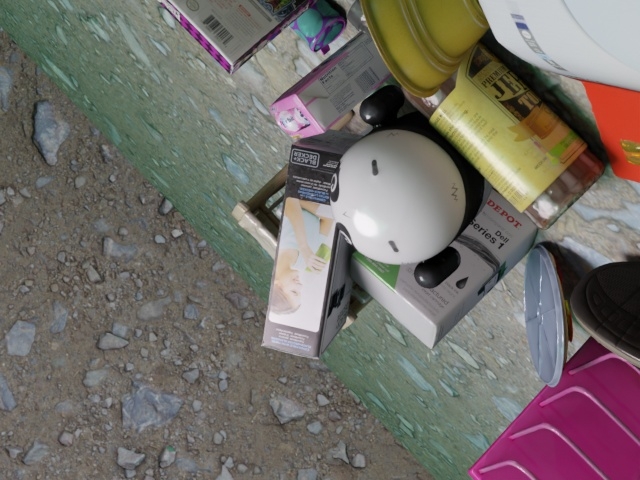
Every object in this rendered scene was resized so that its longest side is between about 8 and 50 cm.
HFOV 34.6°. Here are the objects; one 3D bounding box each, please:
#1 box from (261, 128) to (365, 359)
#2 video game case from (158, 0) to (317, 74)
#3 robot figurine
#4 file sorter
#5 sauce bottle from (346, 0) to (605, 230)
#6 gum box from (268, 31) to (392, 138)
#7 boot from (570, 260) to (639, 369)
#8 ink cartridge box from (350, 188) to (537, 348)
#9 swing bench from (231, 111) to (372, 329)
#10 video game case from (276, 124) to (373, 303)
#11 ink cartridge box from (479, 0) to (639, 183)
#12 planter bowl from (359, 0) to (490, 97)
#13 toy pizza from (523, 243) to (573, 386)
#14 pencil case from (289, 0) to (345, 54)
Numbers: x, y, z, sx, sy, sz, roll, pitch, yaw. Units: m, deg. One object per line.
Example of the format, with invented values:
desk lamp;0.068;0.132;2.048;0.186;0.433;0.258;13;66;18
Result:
box;0.000;0.000;1.438;0.087;0.289;0.169;13;-164;11
video game case;-0.115;-0.357;1.291;0.232;0.210;0.042;45;165;4
robot figurine;0.116;-0.070;1.293;0.209;0.173;0.278;35;-155;9
file sorter;0.390;0.277;1.394;0.202;0.291;0.182;45;162;6
sauce bottle;0.172;-0.166;1.189;0.344;0.111;0.111;45;165;5
gum box;0.028;-0.207;1.324;0.062;0.188;0.107;52;164;-12
boot;0.484;0.191;1.226;0.377;0.138;0.284;23;153;44
ink cartridge box;0.174;0.016;1.446;0.160;0.219;0.092;41;161;19
swing bench;0.027;-0.025;1.660;0.253;0.255;0.165;47;165;1
video game case;0.073;-0.043;1.571;0.193;0.212;0.023;46;163;1
ink cartridge box;0.303;-0.145;0.931;0.308;0.091;0.385;26;154;52
planter bowl;0.121;-0.261;1.039;0.090;0.217;0.217;-12;129;29
toy pizza;0.324;0.105;1.447;0.201;0.032;0.201;175;90;-88
pencil case;-0.038;-0.329;1.430;0.152;0.064;0.070;44;149;12
